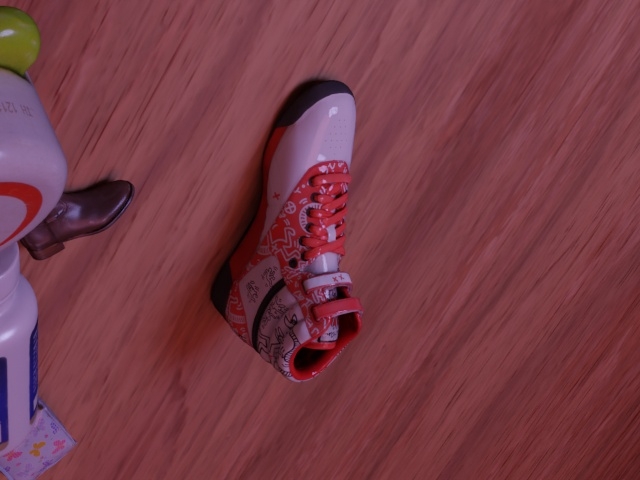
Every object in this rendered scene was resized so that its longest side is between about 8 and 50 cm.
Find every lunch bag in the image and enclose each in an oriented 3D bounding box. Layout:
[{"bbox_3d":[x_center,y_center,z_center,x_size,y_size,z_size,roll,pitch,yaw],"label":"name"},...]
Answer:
[{"bbox_3d":[-0.269,0.183,1.279,0.071,0.053,0.083,-40,135,-10],"label":"lunch bag"}]

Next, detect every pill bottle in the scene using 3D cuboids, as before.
[{"bbox_3d":[-0.279,0.077,1.106,0.112,0.112,0.187,-20,138,-31],"label":"pill bottle"}]

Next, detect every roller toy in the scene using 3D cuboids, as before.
[{"bbox_3d":[-0.269,-0.051,0.907,0.191,0.146,0.209,-20,166,-26],"label":"roller toy"}]

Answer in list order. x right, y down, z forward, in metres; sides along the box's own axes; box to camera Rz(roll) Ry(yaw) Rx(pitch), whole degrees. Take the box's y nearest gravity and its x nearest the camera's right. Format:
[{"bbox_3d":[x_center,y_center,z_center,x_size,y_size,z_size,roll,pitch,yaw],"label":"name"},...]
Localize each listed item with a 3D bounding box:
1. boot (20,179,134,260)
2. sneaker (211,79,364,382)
[{"bbox_3d":[-0.209,-0.047,1.120,0.106,0.037,0.114,-37,140,-14],"label":"boot"},{"bbox_3d":[0.001,0.001,1.279,0.090,0.145,0.270,-3,128,-43],"label":"sneaker"}]
